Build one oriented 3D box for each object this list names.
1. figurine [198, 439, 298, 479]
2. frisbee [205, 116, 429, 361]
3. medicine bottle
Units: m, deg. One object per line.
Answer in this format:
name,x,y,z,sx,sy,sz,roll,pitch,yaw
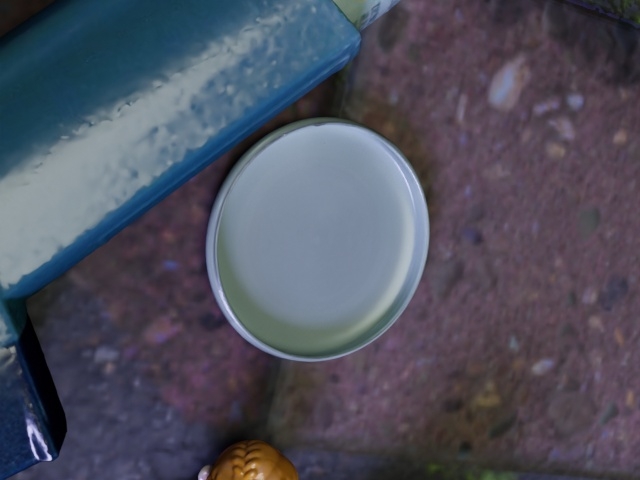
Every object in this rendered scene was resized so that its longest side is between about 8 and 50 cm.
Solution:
figurine,-0.052,0.134,0.462,0.064,0.047,0.109,43,85,-3
frisbee,0.000,0.000,0.479,0.110,0.014,0.110,-5,101,-27
medicine bottle,-0.072,-0.032,0.399,0.258,0.079,0.124,-41,111,-15
